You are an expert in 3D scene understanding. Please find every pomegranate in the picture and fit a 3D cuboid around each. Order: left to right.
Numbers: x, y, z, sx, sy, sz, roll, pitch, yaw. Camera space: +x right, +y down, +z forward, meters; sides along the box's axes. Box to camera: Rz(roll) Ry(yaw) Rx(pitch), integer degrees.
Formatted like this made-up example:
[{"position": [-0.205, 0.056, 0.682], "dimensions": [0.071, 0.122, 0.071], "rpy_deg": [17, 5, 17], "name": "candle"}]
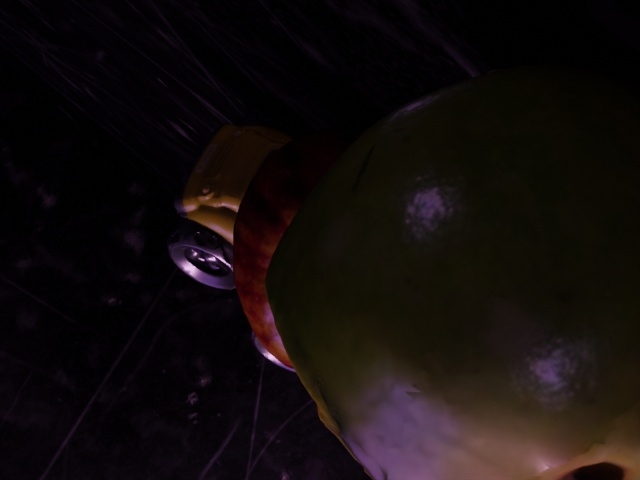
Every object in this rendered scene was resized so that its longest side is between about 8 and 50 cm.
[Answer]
[{"position": [0.102, 0.011, 0.697], "dimensions": [0.190, 0.159, 0.241], "rpy_deg": [47, -157, 8], "name": "pomegranate"}]

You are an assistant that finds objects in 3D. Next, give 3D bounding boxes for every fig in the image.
[{"position": [0.011, -0.012, 1.151], "dimensions": [0.149, 0.148, 0.202], "rpy_deg": [107, 155, -48], "name": "fig"}]

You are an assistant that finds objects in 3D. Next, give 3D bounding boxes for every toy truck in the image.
[{"position": [0.000, 0.000, 1.390], "dimensions": [0.165, 0.147, 0.224], "rpy_deg": [-5, 138, 47], "name": "toy truck"}]
